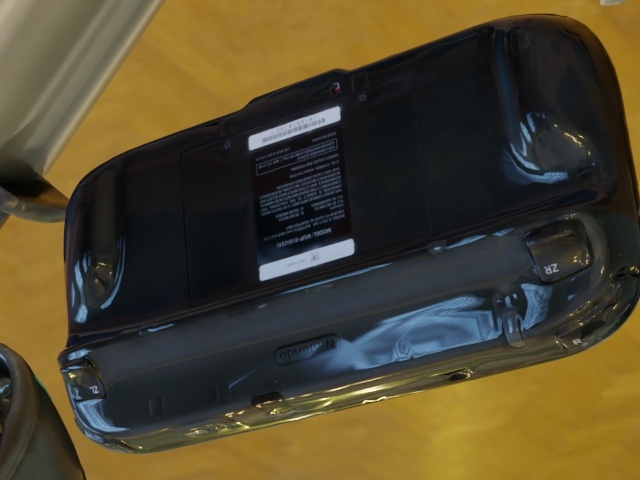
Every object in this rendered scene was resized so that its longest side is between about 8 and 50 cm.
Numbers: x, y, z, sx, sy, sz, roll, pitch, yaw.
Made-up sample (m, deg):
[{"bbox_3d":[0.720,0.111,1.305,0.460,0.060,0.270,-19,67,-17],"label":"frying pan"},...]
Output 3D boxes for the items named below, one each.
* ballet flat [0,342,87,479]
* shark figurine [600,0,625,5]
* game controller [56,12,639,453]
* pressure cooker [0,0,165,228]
[{"bbox_3d":[-0.171,0.098,0.376,0.095,0.280,0.096,18,119,29],"label":"ballet flat"},{"bbox_3d":[0.179,-0.218,1.079,0.278,0.116,0.166,10,164,-5],"label":"shark figurine"},{"bbox_3d":[0.000,0.000,0.742,0.319,0.166,0.067,-16,149,28],"label":"game controller"},{"bbox_3d":[-0.322,-0.207,1.137,0.375,0.370,0.420,30,101,-30],"label":"pressure cooker"}]
